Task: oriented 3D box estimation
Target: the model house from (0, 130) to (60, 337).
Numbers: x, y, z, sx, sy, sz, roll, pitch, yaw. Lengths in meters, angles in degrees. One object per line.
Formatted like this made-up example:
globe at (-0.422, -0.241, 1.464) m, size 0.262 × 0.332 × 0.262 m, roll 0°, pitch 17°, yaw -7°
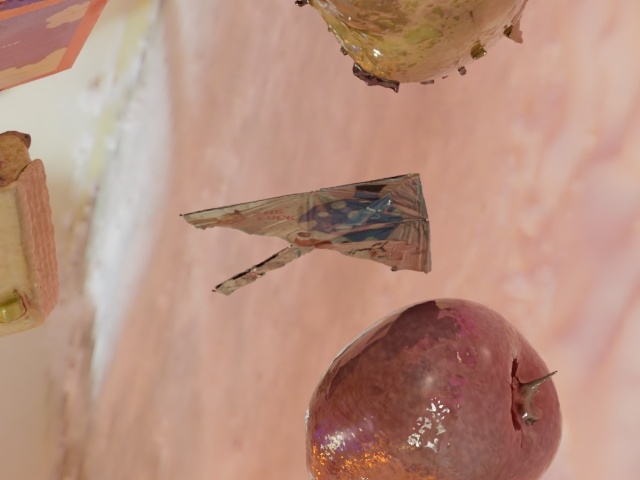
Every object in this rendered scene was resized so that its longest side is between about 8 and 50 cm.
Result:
model house at (-0.383, -0.006, 2.148) m, size 0.234 × 0.175 × 0.193 m, roll -146°, pitch 47°, yaw -60°

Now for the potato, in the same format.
potato at (0.114, -0.316, 1.828) m, size 0.289 × 0.301 × 0.237 m, roll -38°, pitch 3°, yaw -25°

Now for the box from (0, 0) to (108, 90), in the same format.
box at (-0.359, -0.268, 1.310) m, size 0.348 × 0.318 × 0.257 m, roll 70°, pitch 159°, yaw 5°

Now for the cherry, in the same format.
cherry at (0.117, 0.184, 1.923) m, size 0.307 × 0.261 × 0.221 m, roll -26°, pitch 52°, yaw 23°

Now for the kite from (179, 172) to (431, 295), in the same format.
kite at (0.000, 0.000, 1.881) m, size 0.314 × 0.335 × 0.011 m, roll -32°, pitch 55°, yaw 41°
